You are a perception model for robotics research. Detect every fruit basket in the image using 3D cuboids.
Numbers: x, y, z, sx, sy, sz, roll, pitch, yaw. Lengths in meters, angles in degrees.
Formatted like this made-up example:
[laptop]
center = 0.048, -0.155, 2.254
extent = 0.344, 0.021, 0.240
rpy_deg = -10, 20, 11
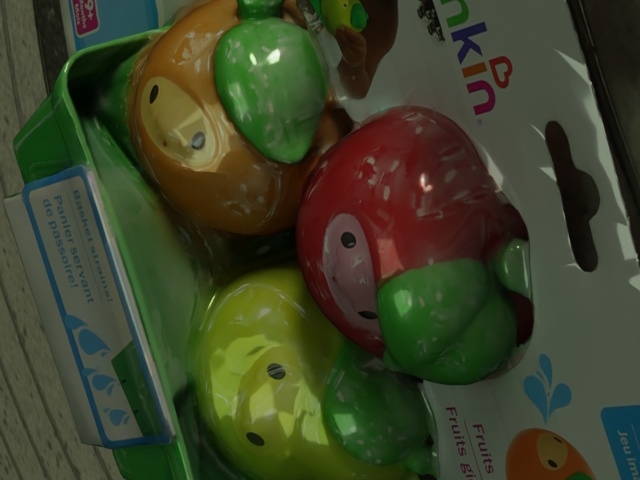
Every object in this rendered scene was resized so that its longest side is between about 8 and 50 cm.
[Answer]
[fruit basket]
center = 0.000, 0.000, 0.876
extent = 0.353, 0.165, 0.327
rpy_deg = -10, 98, 59
